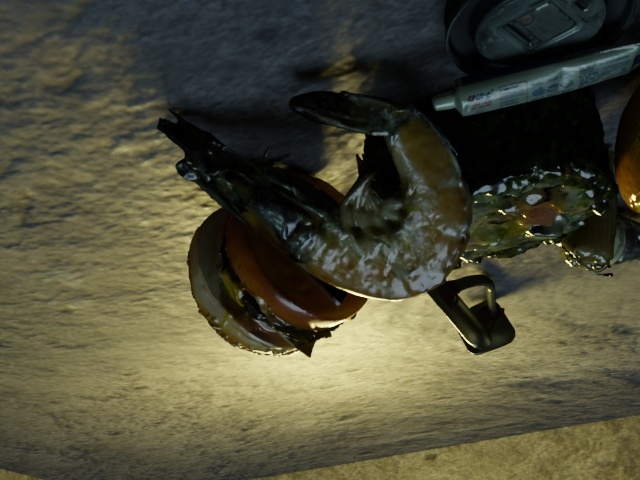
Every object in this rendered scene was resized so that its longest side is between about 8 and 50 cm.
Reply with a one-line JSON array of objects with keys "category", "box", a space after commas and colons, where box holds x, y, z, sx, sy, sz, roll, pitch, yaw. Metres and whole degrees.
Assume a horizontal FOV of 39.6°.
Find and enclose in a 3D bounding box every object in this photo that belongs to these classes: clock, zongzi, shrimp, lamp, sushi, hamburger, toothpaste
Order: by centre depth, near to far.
[{"category": "clock", "box": [0.258, -0.270, 1.059, 0.225, 0.049, 0.226, -6, 155, -3]}, {"category": "toothpaste", "box": [0.271, -0.200, 1.100, 0.268, 0.047, 0.069, -12, 136, 6]}, {"category": "shrimp", "box": [-0.009, -0.089, 1.169, 0.444, 0.085, 0.272, 26, 115, 6]}, {"category": "sushi", "box": [0.247, -0.085, 1.291, 0.351, 0.178, 0.294, -17, 154, 25]}, {"category": "hamburger", "box": [-0.065, 0.044, 1.395, 0.290, 0.291, 0.225, 15, 142, -36]}, {"category": "zongzi", "box": [0.423, -0.016, 1.443, 0.094, 0.205, 0.204, 3, 159, 7]}, {"category": "lamp", "box": [0.517, -0.003, 1.605, 0.250, 0.101, 0.101, 2, 154, -32]}, {"category": "lamp", "box": [0.330, 0.167, 1.819, 0.124, 0.203, 0.283, -31, 145, 9]}]

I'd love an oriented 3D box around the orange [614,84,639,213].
[{"category": "orange", "box": [0.530, -0.158, 1.163, 0.334, 0.196, 0.263, -12, 151, -15]}]
